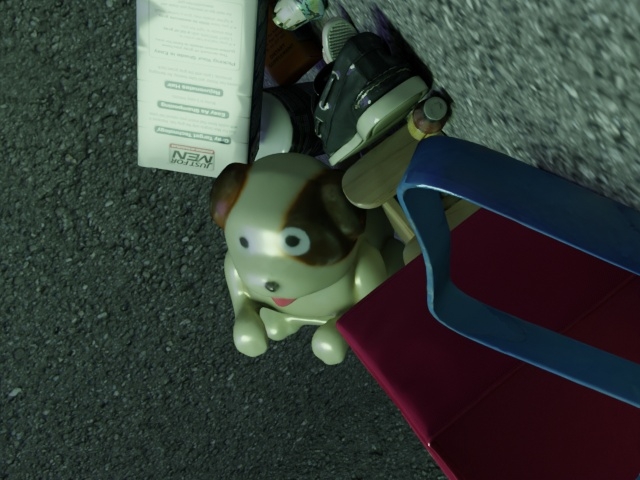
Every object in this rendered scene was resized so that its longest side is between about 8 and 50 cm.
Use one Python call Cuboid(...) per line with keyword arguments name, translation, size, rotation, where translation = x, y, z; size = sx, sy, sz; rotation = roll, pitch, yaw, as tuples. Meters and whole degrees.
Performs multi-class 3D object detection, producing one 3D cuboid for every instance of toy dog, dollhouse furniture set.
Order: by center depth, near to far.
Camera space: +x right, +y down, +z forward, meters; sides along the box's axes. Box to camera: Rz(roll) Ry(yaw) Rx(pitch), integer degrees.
Cuboid(name="dollhouse furniture set", translation=(0.178, 0.113, 1.366), size=(0.394, 0.256, 0.362), rotation=(51, 178, 29))
Cuboid(name="toy dog", translation=(0.000, 0.000, 1.566), size=(0.285, 0.395, 0.408), rotation=(17, 176, 18))

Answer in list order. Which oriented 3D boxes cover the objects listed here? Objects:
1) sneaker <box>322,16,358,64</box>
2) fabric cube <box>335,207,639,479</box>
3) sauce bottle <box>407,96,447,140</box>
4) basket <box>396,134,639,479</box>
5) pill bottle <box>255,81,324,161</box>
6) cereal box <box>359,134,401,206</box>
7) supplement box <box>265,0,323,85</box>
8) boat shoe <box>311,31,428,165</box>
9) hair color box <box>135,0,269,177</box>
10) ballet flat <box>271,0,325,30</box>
Cuboid(name="sneaker", translation=(0.022, -0.258, 1.371), size=(0.070, 0.051, 0.134), rotation=(45, 179, 34))
Cuboid(name="fabric cube", translation=(0.211, 0.130, 0.930), size=(0.259, 0.254, 0.258), rotation=(54, 176, -22))
Cuboid(name="sauce bottle", translation=(0.126, -0.141, 1.189), size=(0.042, 0.042, 0.128), rotation=(52, 177, 0))
Cuboid(name="basket", translation=(0.180, 0.055, 0.498), size=(0.289, 0.201, 0.255), rotation=(20, 168, 15))
Cuboid(name="pill bottle", translation=(-0.039, -0.198, 1.741), size=(0.130, 0.130, 0.246), rotation=(52, -149, 10))
Cuboid(name="cereal box", translation=(0.118, -0.115, 1.797), size=(0.173, 0.047, 0.240), rotation=(55, 178, -16))
Cuboid(name="supplement box", translation=(-0.099, -0.364, 1.676), size=(0.233, 0.078, 0.080), rotation=(53, -154, 5))
Cuboid(name="boat shoe", translation=(0.041, -0.177, 1.288), size=(0.113, 0.127, 0.340), rotation=(54, 177, 0))
Cuboid(name="hair color box", translation=(-0.172, -0.264, 1.505), size=(0.105, 0.174, 0.347), rotation=(-76, -5, -53))
Cuboid(name="ballet flat", translation=(-0.035, -0.320, 1.432), size=(0.070, 0.070, 0.188), rotation=(53, 178, -7))
